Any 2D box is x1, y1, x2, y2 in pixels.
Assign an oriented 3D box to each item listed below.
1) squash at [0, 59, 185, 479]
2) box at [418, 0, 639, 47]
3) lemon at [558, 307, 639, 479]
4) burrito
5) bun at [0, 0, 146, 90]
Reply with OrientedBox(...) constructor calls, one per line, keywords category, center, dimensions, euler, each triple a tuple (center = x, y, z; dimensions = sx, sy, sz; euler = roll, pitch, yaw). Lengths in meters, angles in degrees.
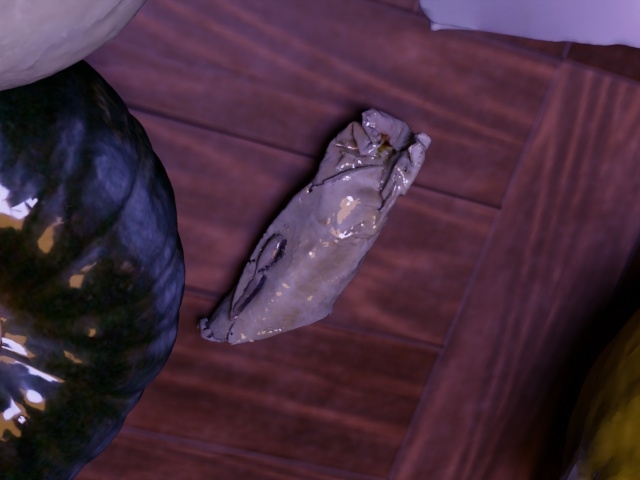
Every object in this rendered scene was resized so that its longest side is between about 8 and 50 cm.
OrientedBox(category="squash", center=(-0.159, 0.014, 0.659), dimensions=(0.218, 0.172, 0.218), euler=(-26, 131, -33))
OrientedBox(category="box", center=(0.143, -0.222, 0.591), dimensions=(0.299, 0.106, 0.200), euler=(-37, 124, -39))
OrientedBox(category="lemon", center=(0.262, 0.127, 0.770), dimensions=(0.293, 0.293, 0.293), euler=(-6, 114, -13))
OrientedBox(category="burrito", center=(0.000, 0.000, 0.770), dimensions=(0.055, 0.041, 0.149), euler=(32, 105, -11))
OrientedBox(category="bun", center=(-0.148, -0.168, 0.567), dimensions=(0.259, 0.160, 0.259), euler=(8, 69, -21))
